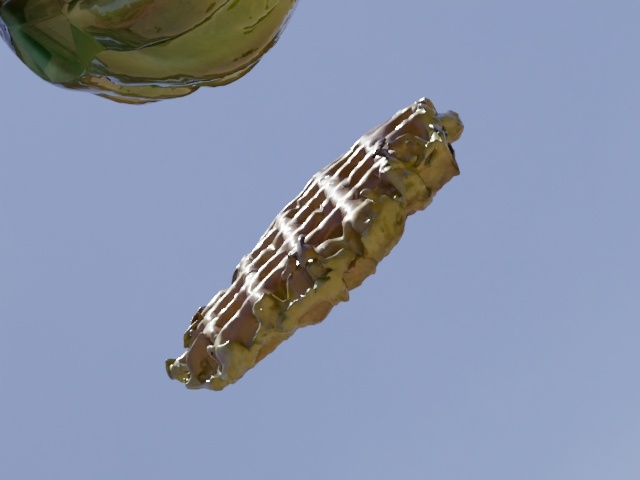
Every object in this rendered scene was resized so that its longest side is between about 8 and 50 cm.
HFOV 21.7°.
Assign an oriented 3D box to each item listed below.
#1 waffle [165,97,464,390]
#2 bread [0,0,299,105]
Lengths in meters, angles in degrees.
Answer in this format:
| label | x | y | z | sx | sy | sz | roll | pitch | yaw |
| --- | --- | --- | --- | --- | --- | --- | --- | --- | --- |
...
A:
| label | x | y | z | sx | sy | sz | roll | pitch | yaw |
| --- | --- | --- | --- | --- | --- | --- | --- | --- | --- |
| waffle | 0.000 | 0.000 | 1.376 | 0.302 | 0.068 | 0.325 | -39 | 12 | 46 |
| bread | -0.088 | -0.167 | 0.901 | 0.261 | 0.156 | 0.158 | 47 | -125 | -46 |
